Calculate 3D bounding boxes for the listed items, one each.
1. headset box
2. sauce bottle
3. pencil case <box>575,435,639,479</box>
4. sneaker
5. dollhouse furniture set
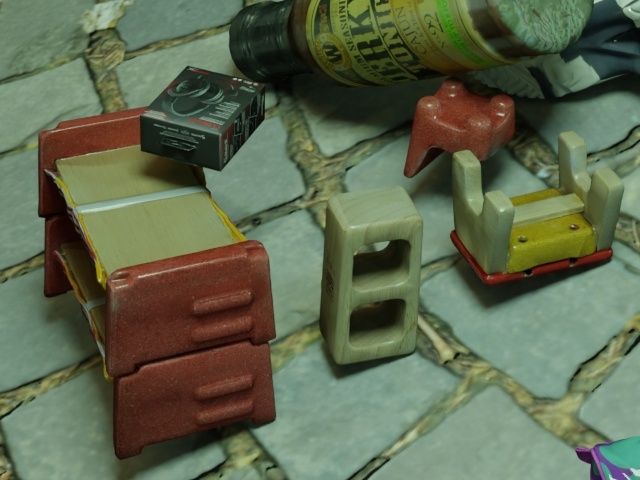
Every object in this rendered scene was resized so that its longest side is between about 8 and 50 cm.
[{"bbox_3d":[-0.082,-0.083,1.093,0.062,0.032,0.083,15,37,17],"label":"headset box"},{"bbox_3d":[0.055,-0.174,1.242,0.344,0.111,0.111,-6,37,52],"label":"sauce bottle"},{"bbox_3d":[0.235,0.130,0.943,0.152,0.064,0.070,-19,57,0],"label":"pencil case"},{"bbox_3d":[0.224,-0.192,1.280,0.235,0.094,0.153,-5,29,35],"label":"sneaker"},{"bbox_3d":[0.000,0.000,1.142,0.374,0.152,0.201,-11,38,-17],"label":"dollhouse furniture set"}]
